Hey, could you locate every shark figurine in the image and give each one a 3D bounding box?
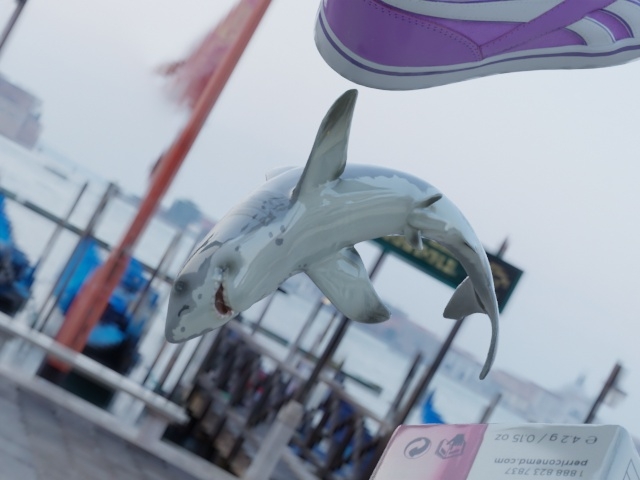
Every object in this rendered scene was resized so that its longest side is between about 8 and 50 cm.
[{"bbox_3d":[0.022,-0.014,0.872,0.278,0.166,0.116,8,12,-41],"label":"shark figurine"}]

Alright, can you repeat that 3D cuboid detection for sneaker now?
[{"bbox_3d":[0.143,-0.169,0.727,0.102,0.282,0.161,60,-27,22],"label":"sneaker"}]

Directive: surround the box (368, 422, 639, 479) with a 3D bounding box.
[{"bbox_3d":[0.069,0.212,0.607,0.127,0.232,0.148,-4,-54,34],"label":"box"}]
